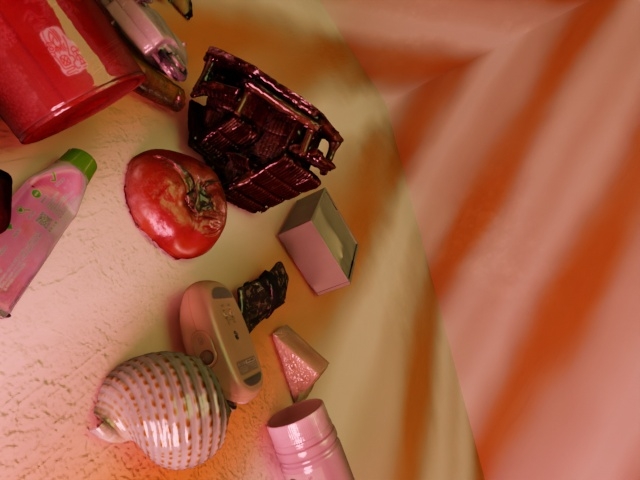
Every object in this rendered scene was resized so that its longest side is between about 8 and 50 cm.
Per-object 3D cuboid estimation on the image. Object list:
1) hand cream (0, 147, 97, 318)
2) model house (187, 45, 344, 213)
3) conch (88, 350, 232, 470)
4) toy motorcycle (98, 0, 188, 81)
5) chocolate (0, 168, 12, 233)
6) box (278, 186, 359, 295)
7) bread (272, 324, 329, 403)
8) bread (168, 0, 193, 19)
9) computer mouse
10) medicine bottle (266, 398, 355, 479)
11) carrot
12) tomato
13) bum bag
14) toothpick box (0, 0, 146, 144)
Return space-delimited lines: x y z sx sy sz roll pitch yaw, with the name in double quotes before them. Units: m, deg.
"hand cream" -0.391 -0.025 0.629 0.079 0.050 0.275 28 45 -19
"model house" -0.155 -0.214 1.053 0.282 0.297 0.317 -61 150 -3
"conch" -0.211 0.241 0.665 0.200 0.131 0.172 31 44 -56
"toy motorcycle" -0.371 -0.446 0.967 0.260 0.110 0.171 50 5 -18
"chocolate" -0.421 -0.029 0.499 0.149 0.125 0.080 -3 80 -28
"box" 0.000 0.000 1.352 0.225 0.117 0.225 58 25 -21
"bread" -0.066 0.289 1.076 0.152 0.105 0.077 40 18 15
"bread" -0.475 -0.839 1.169 0.404 0.242 0.345 93 -8 -51
"computer mouse" -0.182 0.186 0.822 0.236 0.082 0.145 68 11 8
"medicine bottle" -0.007 0.461 0.916 0.133 0.133 0.249 -17 87 -67
"carrot" -0.369 -0.333 0.898 0.260 0.070 0.070 24 49 -59
"tomato" -0.257 -0.080 0.889 0.228 0.101 0.227 43 37 -45
"bum bag" -0.128 0.125 1.023 0.248 0.069 0.102 -43 146 -67
"toothpick box" -0.421 -0.324 0.613 0.333 0.204 0.204 59 25 -21
